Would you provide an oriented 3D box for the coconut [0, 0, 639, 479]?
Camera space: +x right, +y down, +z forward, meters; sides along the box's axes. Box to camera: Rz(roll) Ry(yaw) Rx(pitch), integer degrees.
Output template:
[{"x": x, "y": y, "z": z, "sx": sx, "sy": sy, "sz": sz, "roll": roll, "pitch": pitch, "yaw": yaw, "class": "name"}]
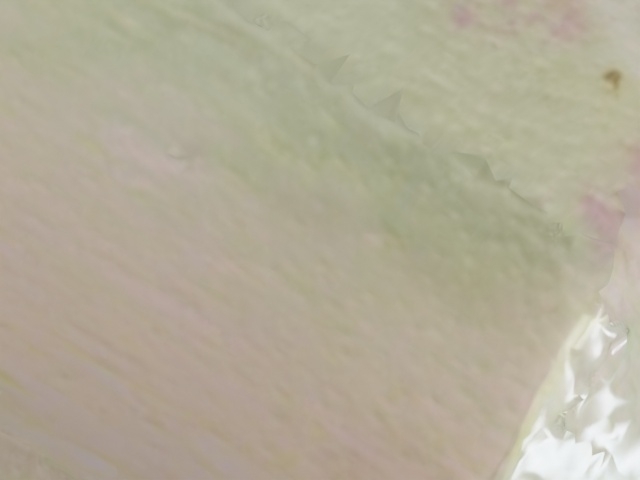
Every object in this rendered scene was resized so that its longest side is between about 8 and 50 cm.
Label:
[{"x": 0.000, "y": 0.000, "z": 0.446, "sx": 0.309, "sy": 0.297, "sz": 0.297, "roll": 35, "pitch": -15, "yaw": 5, "class": "coconut"}]
